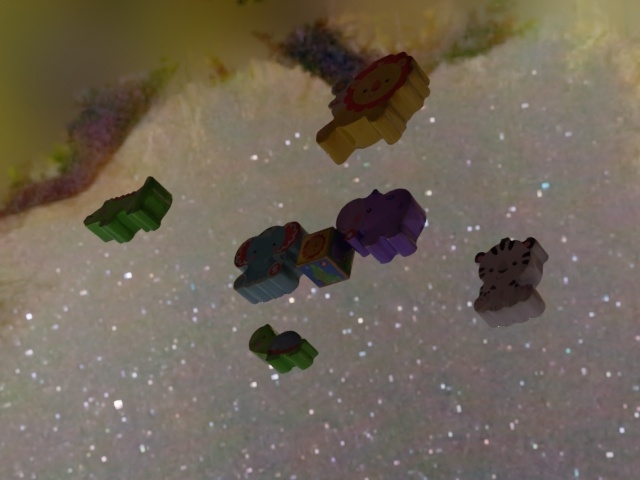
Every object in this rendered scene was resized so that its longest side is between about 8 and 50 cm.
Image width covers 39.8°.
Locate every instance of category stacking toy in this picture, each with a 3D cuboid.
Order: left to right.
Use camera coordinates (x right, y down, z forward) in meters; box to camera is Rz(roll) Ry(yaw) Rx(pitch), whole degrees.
[{"bbox_3d":[0.000,0.000,0.503,0.221,0.167,0.052,-18,-138,33],"label":"stacking toy"}]
